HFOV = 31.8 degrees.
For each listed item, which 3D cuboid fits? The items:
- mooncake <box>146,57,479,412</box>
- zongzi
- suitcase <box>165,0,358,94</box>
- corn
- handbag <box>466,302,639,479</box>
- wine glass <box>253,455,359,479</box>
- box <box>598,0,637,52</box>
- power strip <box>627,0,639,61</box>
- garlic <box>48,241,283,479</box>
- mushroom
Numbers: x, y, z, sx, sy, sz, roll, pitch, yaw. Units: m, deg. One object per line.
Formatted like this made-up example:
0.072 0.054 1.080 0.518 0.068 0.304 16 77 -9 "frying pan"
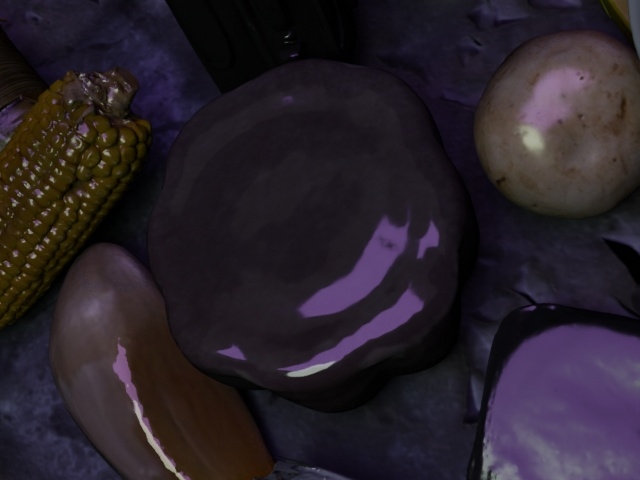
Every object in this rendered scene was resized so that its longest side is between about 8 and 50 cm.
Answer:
0.000 0.000 0.984 0.306 0.154 0.306 -6 69 14 "mooncake"
-0.389 -0.108 1.172 0.241 0.111 0.248 -43 59 3 "zongzi"
-0.087 -0.328 1.024 0.188 0.345 0.339 -14 58 8 "suitcase"
-0.270 -0.029 1.060 0.322 0.119 0.119 -48 63 15 "corn"
0.288 0.163 0.875 0.332 0.075 0.192 10 76 16 "handbag"
0.078 0.275 0.863 0.321 0.143 0.143 16 74 24 "wine glass"
0.365 -0.198 1.017 0.153 0.041 0.279 -30 63 5 "box"
0.415 -0.184 0.851 0.357 0.161 0.358 -14 63 28 "power strip"
-0.157 0.137 1.014 0.143 0.112 0.318 -38 74 -4 "garlic"
0.218 -0.099 0.978 0.166 0.127 0.166 0 92 10 "mushroom"
